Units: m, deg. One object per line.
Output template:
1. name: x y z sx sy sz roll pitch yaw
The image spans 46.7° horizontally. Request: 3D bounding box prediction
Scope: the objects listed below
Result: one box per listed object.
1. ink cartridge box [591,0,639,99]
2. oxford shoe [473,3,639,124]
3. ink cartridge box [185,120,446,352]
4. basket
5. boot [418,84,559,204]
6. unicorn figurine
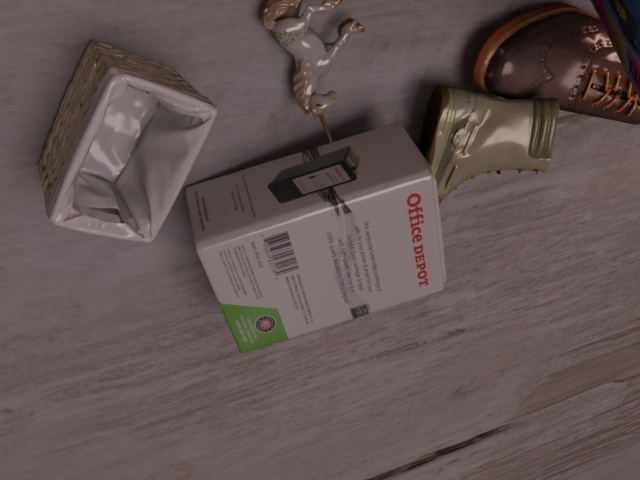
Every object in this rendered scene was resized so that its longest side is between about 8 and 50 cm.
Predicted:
1. ink cartridge box: 0.328 -0.349 0.697 0.151 0.270 0.395 -18 144 14
2. oxford shoe: 0.364 -0.221 0.965 0.363 0.133 0.130 -7 129 -27
3. ink cartridge box: 0.000 0.000 0.895 0.272 0.115 0.198 -17 134 -3
4. basket: -0.197 -0.098 0.733 0.113 0.103 0.167 14 118 -39
5. boot: 0.208 -0.098 0.964 0.165 0.077 0.213 3 133 -6
6. unicorn figurine: -0.006 -0.207 0.804 0.111 0.060 0.162 -43 120 6
